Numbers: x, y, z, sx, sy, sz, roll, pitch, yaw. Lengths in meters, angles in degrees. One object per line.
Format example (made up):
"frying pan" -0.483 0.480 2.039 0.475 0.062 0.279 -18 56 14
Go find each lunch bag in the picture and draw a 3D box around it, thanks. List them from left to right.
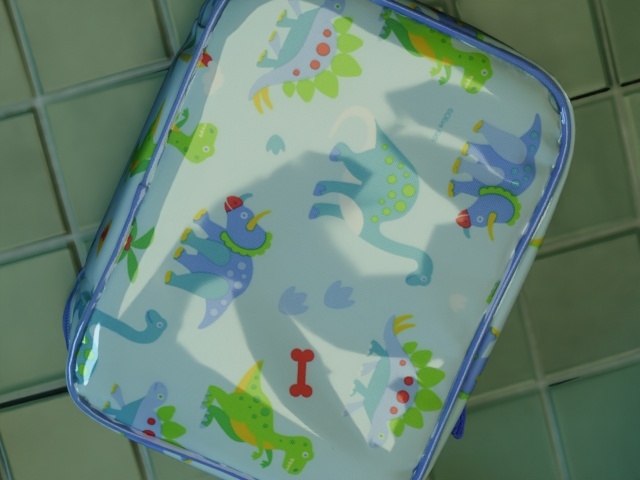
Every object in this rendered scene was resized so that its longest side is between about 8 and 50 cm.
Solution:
"lunch bag" 0.000 0.000 0.832 0.176 0.090 0.219 22 97 -10
